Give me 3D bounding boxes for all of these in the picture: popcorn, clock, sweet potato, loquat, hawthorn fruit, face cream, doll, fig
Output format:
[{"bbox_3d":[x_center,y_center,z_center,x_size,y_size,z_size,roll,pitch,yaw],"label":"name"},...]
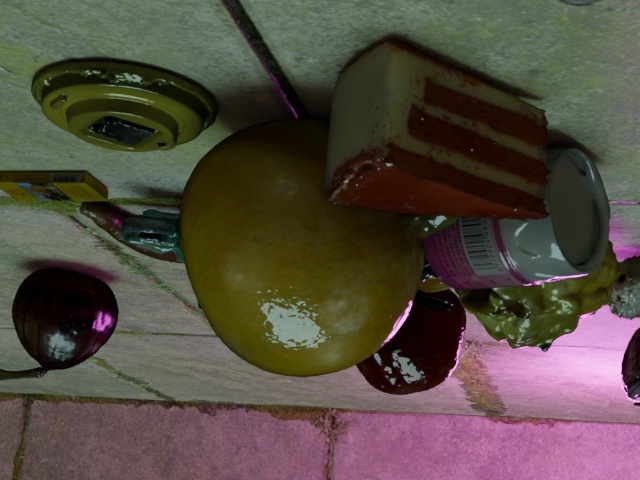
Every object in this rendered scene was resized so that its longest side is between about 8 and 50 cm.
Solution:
[{"bbox_3d":[0.326,0.070,1.969,0.266,0.192,0.233,-7,165,-43],"label":"popcorn"},{"bbox_3d":[-0.246,-0.154,1.627,0.237,0.057,0.237,5,163,2],"label":"clock"},{"bbox_3d":[-0.301,-0.009,2.153,0.057,0.057,0.265,-8,158,39],"label":"sweet potato"},{"bbox_3d":[0.000,0.000,1.630,0.360,0.328,0.328,-16,158,18],"label":"loquat"},{"bbox_3d":[0.125,0.128,2.272,0.266,0.210,0.230,56,163,-27],"label":"hawthorn fruit"},{"bbox_3d":[0.252,-0.027,1.694,0.195,0.175,0.175,-6,161,38],"label":"face cream"},{"bbox_3d":[0.561,0.076,2.084,0.221,0.105,0.115,2,-160,8],"label":"doll"},{"bbox_3d":[-0.504,0.184,2.534,0.204,0.249,0.186,10,-171,-36],"label":"fig"}]

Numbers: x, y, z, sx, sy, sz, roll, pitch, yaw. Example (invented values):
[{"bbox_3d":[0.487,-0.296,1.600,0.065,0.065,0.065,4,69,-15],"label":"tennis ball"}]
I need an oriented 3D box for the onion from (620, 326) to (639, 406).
[{"bbox_3d":[0.679,0.176,2.317,0.267,0.159,0.348,-4,158,-9],"label":"onion"}]

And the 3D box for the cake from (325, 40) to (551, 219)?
[{"bbox_3d":[0.143,-0.121,1.444,0.262,0.158,0.159,4,165,-4],"label":"cake"}]

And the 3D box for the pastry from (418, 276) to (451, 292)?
[{"bbox_3d":[0.165,0.030,2.080,0.157,0.092,0.156,6,167,1],"label":"pastry"}]

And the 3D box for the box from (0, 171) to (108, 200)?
[{"bbox_3d":[-0.411,-0.082,1.990,0.155,0.023,0.087,1,166,16],"label":"box"}]

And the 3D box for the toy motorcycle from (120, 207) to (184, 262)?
[{"bbox_3d":[-0.163,-0.011,2.046,0.297,0.109,0.198,7,174,-12],"label":"toy motorcycle"}]

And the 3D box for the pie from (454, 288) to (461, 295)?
[{"bbox_3d":[0.352,0.088,2.221,0.248,0.089,0.201,-5,163,45],"label":"pie"}]

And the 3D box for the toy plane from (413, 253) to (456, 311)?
[{"bbox_3d":[0.101,0.017,1.955,0.106,0.155,0.382,17,176,-39],"label":"toy plane"}]
